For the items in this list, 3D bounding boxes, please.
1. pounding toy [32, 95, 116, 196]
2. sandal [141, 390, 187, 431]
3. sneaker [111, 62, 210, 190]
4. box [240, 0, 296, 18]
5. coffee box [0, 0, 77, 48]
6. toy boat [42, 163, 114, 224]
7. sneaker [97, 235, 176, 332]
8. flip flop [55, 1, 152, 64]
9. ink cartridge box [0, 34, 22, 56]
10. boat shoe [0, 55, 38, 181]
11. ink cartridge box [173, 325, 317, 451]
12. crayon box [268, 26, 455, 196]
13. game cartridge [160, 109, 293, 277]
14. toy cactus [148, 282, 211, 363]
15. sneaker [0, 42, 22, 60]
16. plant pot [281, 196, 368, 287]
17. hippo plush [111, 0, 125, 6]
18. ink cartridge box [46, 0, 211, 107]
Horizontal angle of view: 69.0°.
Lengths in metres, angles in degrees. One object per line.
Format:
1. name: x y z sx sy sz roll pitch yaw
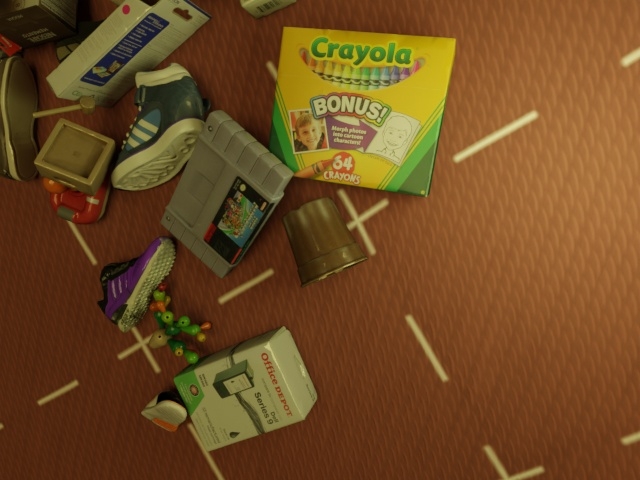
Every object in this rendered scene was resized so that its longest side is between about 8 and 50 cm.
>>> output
1. pounding toy: -0.587 -0.238 1.111 0.181 0.094 0.205 23 69 -13
2. sandal: -0.393 0.442 1.233 0.102 0.076 0.265 38 141 -12
3. sneaker: -0.416 -0.289 1.150 0.323 0.130 0.236 -28 72 29
4. box: -0.151 -0.653 1.027 0.113 0.094 0.275 -17 94 16
5. coffee box: -0.690 -0.640 1.119 0.168 0.119 0.296 -6 80 16
6. toy boat: -0.640 -0.153 1.195 0.151 0.151 0.231 21 103 10
7. sneaker: -0.501 0.092 1.220 0.146 0.102 0.293 35 105 8
8. flip flop: -0.525 -0.499 1.159 0.277 0.080 0.112 -25 75 2
9. ink cartridge box: -0.773 -0.531 1.191 0.029 0.115 0.063 -6 134 46
10. boat shoe: -0.830 -0.323 1.243 0.097 0.116 0.324 8 106 10
11. ink cartridge box: -0.185 0.369 1.167 0.289 0.121 0.211 -25 91 16
12. crayon box: 0.081 -0.277 1.013 0.363 0.106 0.312 10 101 14
13. game cartridge: -0.231 -0.091 1.091 0.230 0.068 0.355 44 125 9
14. toy cactus: -0.391 0.231 1.227 0.180 0.112 0.219 -36 90 35
15. sneaker: -0.932 -0.455 1.243 0.180 0.124 0.321 28 104 8
16. plant pot: 0.000 0.000 1.056 0.167 0.167 0.165 -26 82 17
17. hippo plush: -0.362 -0.651 1.056 0.237 0.234 0.294 7 57 -4
18. ink cartridge box: -0.443 -0.452 1.089 0.371 0.176 0.069 -31 89 16
